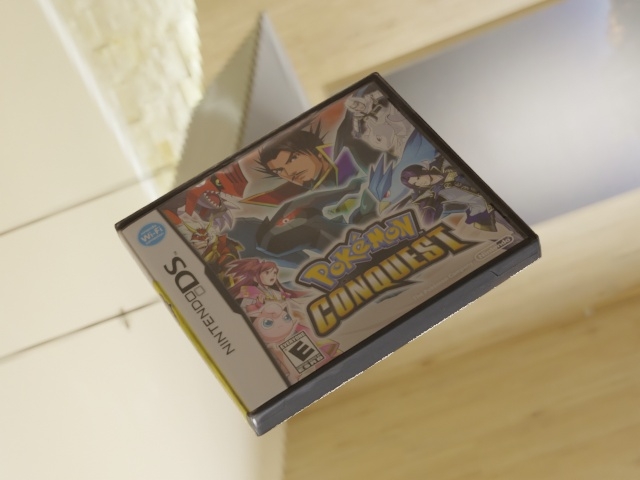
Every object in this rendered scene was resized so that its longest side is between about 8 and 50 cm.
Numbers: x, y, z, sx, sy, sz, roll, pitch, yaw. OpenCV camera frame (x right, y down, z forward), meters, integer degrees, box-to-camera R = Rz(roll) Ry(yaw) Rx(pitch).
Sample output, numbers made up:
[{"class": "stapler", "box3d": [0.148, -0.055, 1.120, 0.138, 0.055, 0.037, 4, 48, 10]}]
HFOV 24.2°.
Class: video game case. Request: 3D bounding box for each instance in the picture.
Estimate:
[{"class": "video game case", "box3d": [0.000, 0.000, 1.240, 0.248, 0.275, 0.035, 50, 167, 38]}]
